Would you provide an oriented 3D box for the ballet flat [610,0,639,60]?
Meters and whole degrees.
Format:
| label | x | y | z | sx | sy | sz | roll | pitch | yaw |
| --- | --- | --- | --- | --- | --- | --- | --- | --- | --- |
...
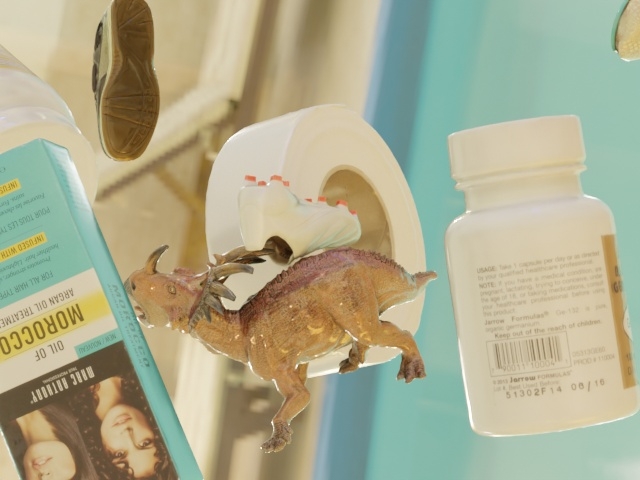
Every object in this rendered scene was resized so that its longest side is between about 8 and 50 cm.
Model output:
| label | x | y | z | sx | sy | sz | roll | pitch | yaw |
| --- | --- | --- | --- | --- | --- | --- | --- | --- | --- |
| ballet flat | 0.247 | -0.160 | 1.184 | 0.168 | 0.052 | 0.057 | -40 | -40 | -54 |

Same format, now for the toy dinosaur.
| label | x | y | z | sx | sy | sz | roll | pitch | yaw |
| --- | --- | --- | --- | --- | --- | --- | --- | --- | --- |
| toy dinosaur | -0.016 | 0.059 | 1.639 | 0.127 | 0.296 | 0.200 | 34 | 146 | 67 |

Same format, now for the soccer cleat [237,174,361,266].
| label | x | y | z | sx | sy | sz | roll | pitch | yaw |
| --- | --- | --- | --- | --- | --- | --- | --- | --- | --- |
| soccer cleat | -0.023 | -0.009 | 1.663 | 0.196 | 0.068 | 0.076 | 20 | -107 | -59 |

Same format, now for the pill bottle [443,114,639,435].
| label | x | y | z | sx | sy | sz | roll | pitch | yaw |
| --- | --- | --- | --- | --- | --- | --- | --- | --- | --- |
| pill bottle | 0.162 | 0.026 | 1.316 | 0.131 | 0.131 | 0.229 | 165 | 97 | -74 |

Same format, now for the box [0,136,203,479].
| label | x | y | z | sx | sy | sz | roll | pitch | yaw |
| --- | --- | --- | --- | --- | --- | --- | --- | --- | --- |
| box | -0.172 | 0.065 | 1.132 | 0.060 | 0.100 | 0.244 | 23 | -137 | -80 |

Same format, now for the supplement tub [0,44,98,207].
| label | x | y | z | sx | sy | sz | roll | pitch | yaw |
| --- | --- | --- | --- | --- | --- | --- | --- | --- | --- |
| supplement tub | -0.431 | -0.124 | 2.027 | 0.331 | 0.241 | 0.241 | 39 | 123 | 39 |

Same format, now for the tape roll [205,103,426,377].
| label | x | y | z | sx | sy | sz | roll | pitch | yaw |
| --- | --- | --- | --- | --- | --- | --- | --- | --- | --- |
| tape roll | 0.000 | 0.000 | 1.861 | 0.100 | 0.286 | 0.286 | -14 | 60 | 33 |

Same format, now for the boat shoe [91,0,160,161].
| label | x | y | z | sx | sy | sz | roll | pitch | yaw |
| --- | --- | --- | --- | --- | --- | --- | --- | --- | --- |
| boat shoe | -0.174 | -0.139 | 1.534 | 0.049 | 0.056 | 0.152 | -22 | 62 | 59 |
